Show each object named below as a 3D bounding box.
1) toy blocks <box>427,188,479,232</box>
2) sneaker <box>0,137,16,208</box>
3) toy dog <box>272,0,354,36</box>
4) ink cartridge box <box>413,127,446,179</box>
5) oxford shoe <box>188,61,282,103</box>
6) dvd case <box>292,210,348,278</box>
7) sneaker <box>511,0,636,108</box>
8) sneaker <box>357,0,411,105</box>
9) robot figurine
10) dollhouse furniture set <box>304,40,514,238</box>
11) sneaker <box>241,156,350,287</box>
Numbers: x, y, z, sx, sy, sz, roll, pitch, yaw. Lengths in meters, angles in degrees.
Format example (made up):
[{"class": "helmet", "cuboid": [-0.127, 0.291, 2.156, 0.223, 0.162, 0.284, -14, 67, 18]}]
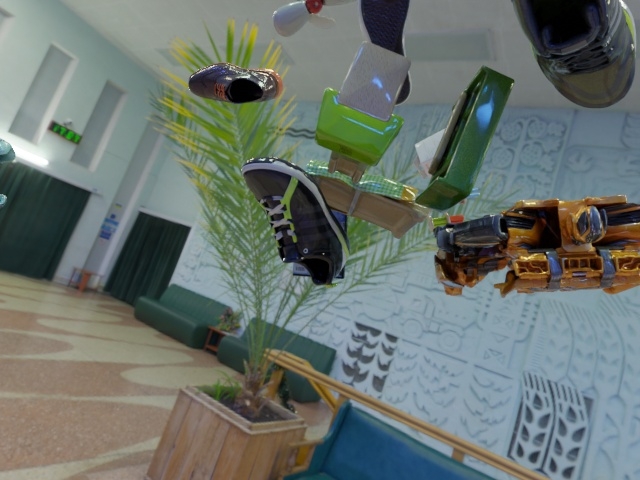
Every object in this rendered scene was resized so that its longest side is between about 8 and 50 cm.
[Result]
[{"class": "toy blocks", "cuboid": [0.390, -0.093, 1.212, 0.148, 0.123, 0.054, -11, 24, 4]}, {"class": "sneaker", "cuboid": [-0.598, -0.059, 0.668, 0.122, 0.283, 0.110, 18, -12, -18]}, {"class": "toy dog", "cuboid": [0.027, -0.672, 1.089, 0.333, 0.161, 0.220, -9, -50, -2]}, {"class": "ink cartridge box", "cuboid": [0.336, -0.239, 1.157, 0.143, 0.090, 0.092, -24, -44, 23]}, {"class": "oxford shoe", "cuboid": [-0.238, -0.400, 1.062, 0.271, 0.098, 0.097, 6, -57, 21]}, {"class": "dvd case", "cuboid": [0.000, 0.000, 1.407, 0.180, 0.253, 0.022, 3, -2, 12]}, {"class": "sneaker", "cuboid": [0.276, -0.236, 0.461, 0.300, 0.121, 0.111, 31, -31, -36]}, {"class": "sneaker", "cuboid": [0.129, -0.436, 0.878, 0.106, 0.290, 0.123, -6, 19, -1]}, {"class": "robot figurine", "cuboid": [0.225, 0.019, 0.452, 0.211, 0.085, 0.291, -3, -8, 6]}, {"class": "dollhouse furniture set", "cuboid": [0.094, -0.126, 0.599, 0.197, 0.151, 0.301, 22, -11, 1]}, {"class": "sneaker", "cuboid": [-0.030, -0.016, 0.590, 0.084, 0.097, 0.235, -10, -45, 40]}]
